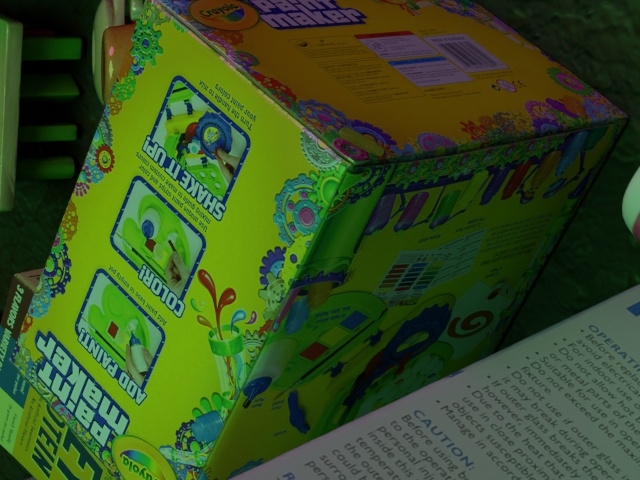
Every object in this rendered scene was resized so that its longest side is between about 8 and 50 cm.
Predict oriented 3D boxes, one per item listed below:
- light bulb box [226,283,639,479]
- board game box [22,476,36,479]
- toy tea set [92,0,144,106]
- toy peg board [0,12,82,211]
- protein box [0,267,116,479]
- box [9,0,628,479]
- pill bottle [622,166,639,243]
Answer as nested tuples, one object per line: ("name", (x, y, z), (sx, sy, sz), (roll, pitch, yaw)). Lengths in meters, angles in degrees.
("light bulb box", (0.087, 0.258, 0.911), (0.225, 0.361, 0.358), (47, 134, 24))
("board game box", (-0.180, 0.350, 1.363), (0.303, 0.097, 0.224), (9, 105, 41))
("toy tea set", (-0.105, -0.158, 1.191), (0.200, 0.124, 0.336), (-103, 17, -46))
("toy peg board", (-0.273, -0.124, 1.374), (0.161, 0.079, 0.161), (27, 116, 51))
("protein box", (-0.109, 0.115, 1.184), (0.200, 0.201, 0.136), (36, 120, 30))
("box", (0.000, 0.000, 1.009), (0.177, 0.290, 0.279), (41, 122, 27))
("pill bottle", (0.308, 0.039, 0.840), (0.283, 0.160, 0.160), (53, 127, 20))
